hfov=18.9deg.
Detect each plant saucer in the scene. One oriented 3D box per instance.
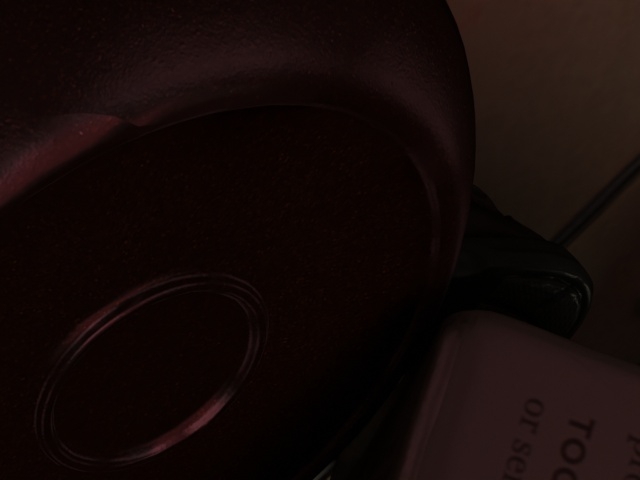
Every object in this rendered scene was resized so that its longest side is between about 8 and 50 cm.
[{"bbox_3d":[-0.065,0.031,0.640,0.310,0.050,0.310,-25,144,-20],"label":"plant saucer"}]

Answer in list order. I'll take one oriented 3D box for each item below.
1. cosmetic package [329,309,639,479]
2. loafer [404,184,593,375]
[{"bbox_3d":[0.161,0.272,0.784,0.329,0.394,0.327,116,-7,-73],"label":"cosmetic package"},{"bbox_3d":[0.000,0.000,0.786,0.267,0.084,0.096,15,122,-44],"label":"loafer"}]
